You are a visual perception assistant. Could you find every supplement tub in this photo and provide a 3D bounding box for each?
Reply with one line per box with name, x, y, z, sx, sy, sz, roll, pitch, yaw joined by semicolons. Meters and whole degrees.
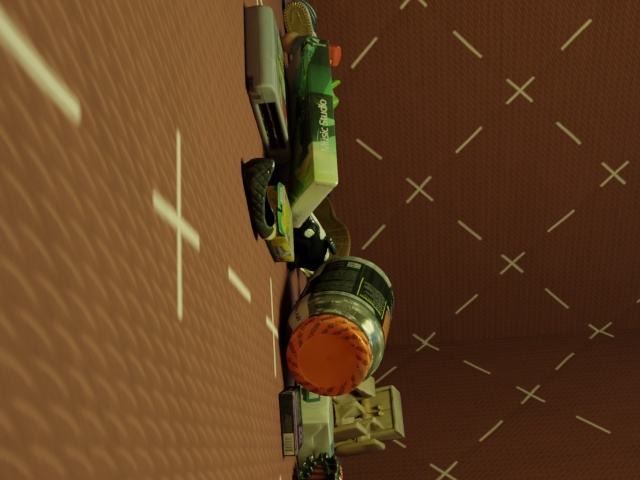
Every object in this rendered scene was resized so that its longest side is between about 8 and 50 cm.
supplement tub;0.041;0.176;1.642;0.338;0.207;0.207;-59;145;-70

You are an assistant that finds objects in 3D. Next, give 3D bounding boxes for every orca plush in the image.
orca plush;-0.053;0.024;1.800;0.151;0.102;0.287;41;-17;8

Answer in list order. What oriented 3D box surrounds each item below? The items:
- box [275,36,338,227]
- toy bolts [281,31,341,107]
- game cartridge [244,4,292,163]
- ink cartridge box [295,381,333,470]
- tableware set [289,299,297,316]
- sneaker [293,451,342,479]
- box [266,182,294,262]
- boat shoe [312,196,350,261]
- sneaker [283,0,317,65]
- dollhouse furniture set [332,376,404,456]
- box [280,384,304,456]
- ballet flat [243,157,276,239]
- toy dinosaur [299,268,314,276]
box;-0.037;-0.215;1.594;0.232;0.059;0.321;134;-44;-60
toy bolts;-0.058;-0.444;2.102;0.218;0.158;0.228;-42;154;-33
game cartridge;-0.095;-0.294;1.467;0.294;0.060;0.196;78;4;-69
ink cartridge box;-0.013;0.385;1.737;0.231;0.078;0.134;-88;174;-65
tableware set;-0.055;0.224;1.737;0.141;0.020;0.168;-91;176;-51
sneaker;-0.003;0.536;1.521;0.276;0.098;0.135;-83;168;-65
box;-0.078;-0.032;1.467;0.179;0.043;0.105;84;2;-71
boat shoe;0.000;0.000;2.155;0.342;0.123;0.123;-113;-157;-51
sneaker;-0.049;-0.587;2.339;0.153;0.099;0.282;-85;167;-63
dollhouse furniture set;0.060;0.484;2.363;0.394;0.257;0.362;49;29;-47
box;-0.054;0.343;1.495;0.162;0.029;0.116;53;33;-82
ballet flat;-0.088;-0.060;1.242;0.173;0.049;0.057;82;5;-49
toy dinosaur;0.027;0.165;1.996;0.268;0.064;0.118;63;-7;0
